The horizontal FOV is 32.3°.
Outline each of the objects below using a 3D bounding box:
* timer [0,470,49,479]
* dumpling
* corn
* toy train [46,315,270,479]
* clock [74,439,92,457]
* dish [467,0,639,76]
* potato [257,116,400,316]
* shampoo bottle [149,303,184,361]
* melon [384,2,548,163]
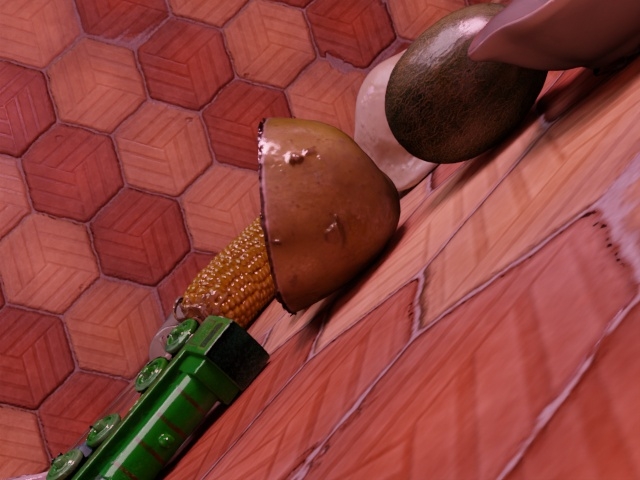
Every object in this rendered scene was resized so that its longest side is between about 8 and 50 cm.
[{"bbox_3d":[-0.384,0.306,1.202,0.253,0.078,0.178,-10,-11,-22],"label":"timer"},{"bbox_3d":[0.114,-0.137,1.213,0.111,0.181,0.155,-6,12,-37],"label":"dumpling"},{"bbox_3d":[-0.084,0.031,1.526,0.293,0.106,0.106,-45,3,-39],"label":"corn"},{"bbox_3d":[-0.155,0.173,1.039,0.251,0.085,0.119,-51,21,-17],"label":"toy train"},{"bbox_3d":[-0.366,0.348,1.613,0.108,0.045,0.147,-46,5,20],"label":"clock"},{"bbox_3d":[0.212,-0.180,0.775,0.229,0.081,0.229,-42,6,5],"label":"dish"},{"bbox_3d":[0.014,-0.030,1.001,0.117,0.182,0.202,-9,-12,7],"label":"potato"},{"bbox_3d":[-0.190,0.143,1.562,0.085,0.085,0.262,-46,5,6],"label":"shampoo bottle"},{"bbox_3d":[0.120,-0.128,0.936,0.167,0.114,0.114,-42,6,37],"label":"melon"}]
